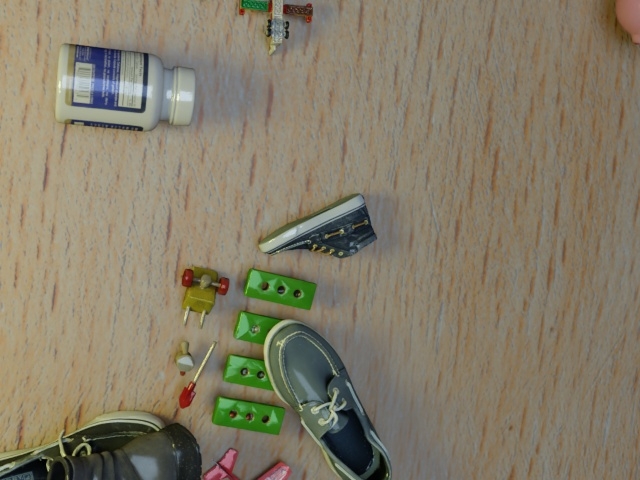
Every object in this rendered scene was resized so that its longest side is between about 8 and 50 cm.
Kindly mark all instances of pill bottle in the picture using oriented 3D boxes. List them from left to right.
[{"bbox_3d":[-0.275,-0.212,1.249,0.186,0.112,0.112,4,94,-16],"label":"pill bottle"}]

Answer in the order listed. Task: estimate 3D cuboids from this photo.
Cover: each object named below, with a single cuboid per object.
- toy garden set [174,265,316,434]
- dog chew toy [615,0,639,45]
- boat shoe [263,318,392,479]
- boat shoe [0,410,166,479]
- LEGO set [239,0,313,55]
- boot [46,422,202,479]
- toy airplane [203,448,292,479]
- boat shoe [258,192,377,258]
[{"bbox_3d":[-0.134,0.160,1.360,0.203,0.049,0.244,14,92,-18],"label":"toy garden set"},{"bbox_3d":[0.570,-0.478,1.419,0.206,0.206,0.332,10,101,-16],"label":"dog chew toy"},{"bbox_3d":[0.022,0.257,1.356,0.116,0.099,0.319,-35,115,-19],"label":"boat shoe"},{"bbox_3d":[-0.369,0.331,1.280,0.306,0.105,0.113,-9,98,-14],"label":"boat shoe"},{"bbox_3d":[-0.066,-0.408,1.333,0.244,0.060,0.182,-42,99,-15],"label":"LEGO set"},{"bbox_3d":[-0.286,0.436,1.260,0.222,0.118,0.338,-11,104,-39],"label":"boot"},{"bbox_3d":[-0.124,0.393,1.394,0.151,0.028,0.151,-1,95,-16],"label":"toy airplane"},{"bbox_3d":[0.000,0.000,1.369,0.183,0.065,0.083,-25,100,-13],"label":"boat shoe"}]
